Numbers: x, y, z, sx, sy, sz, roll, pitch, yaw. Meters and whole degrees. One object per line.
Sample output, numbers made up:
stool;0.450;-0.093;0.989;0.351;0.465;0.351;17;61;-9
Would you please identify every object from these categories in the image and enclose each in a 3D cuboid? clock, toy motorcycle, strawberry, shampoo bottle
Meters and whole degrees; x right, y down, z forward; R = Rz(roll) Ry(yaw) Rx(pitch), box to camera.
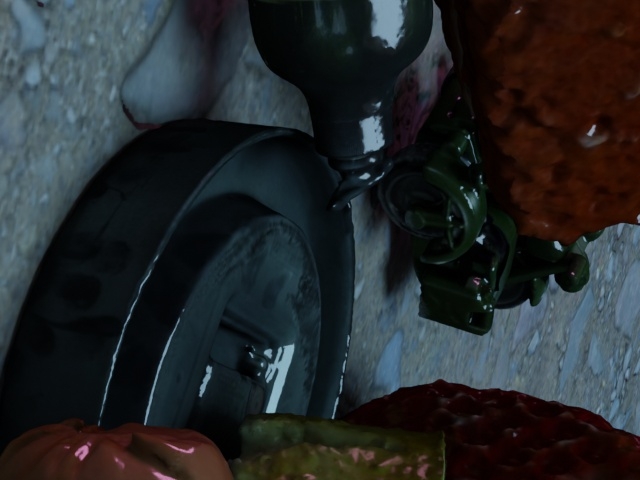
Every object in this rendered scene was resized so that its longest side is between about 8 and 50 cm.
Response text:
clock;-0.073;0.087;1.001;0.319;0.066;0.318;13;90;-68
toy motorcycle;0.131;-0.020;1.352;0.205;0.127;0.275;-58;148;-45
strawberry;0.122;0.248;1.251;0.292;0.310;0.291;8;90;-70
shampoo bottle;0.007;-0.160;0.946;0.101;0.101;0.283;-39;128;-56

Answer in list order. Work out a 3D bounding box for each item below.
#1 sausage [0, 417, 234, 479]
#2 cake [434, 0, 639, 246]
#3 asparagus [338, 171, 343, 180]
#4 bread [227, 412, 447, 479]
sausage;-0.074;0.226;0.818;0.121;0.121;0.304;-32;115;-60
cake;0.191;-0.212;1.091;0.270;0.270;0.319;72;4;-52
asparagus;0.001;0.000;1.177;0.034;0.027;0.236;42;63;-71
bread;0.001;0.209;0.981;0.257;0.124;0.186;88;17;-52
